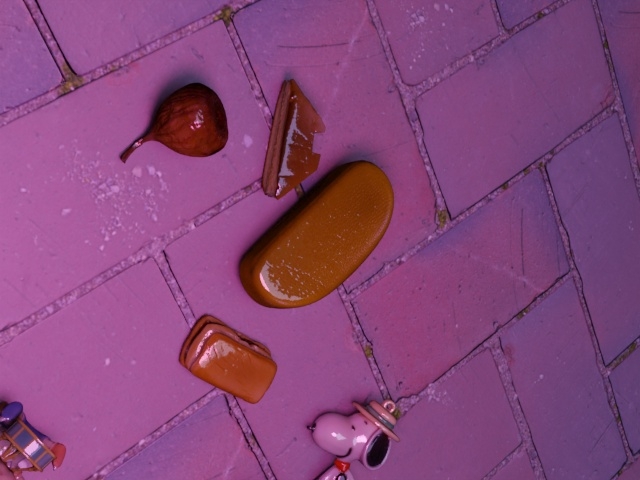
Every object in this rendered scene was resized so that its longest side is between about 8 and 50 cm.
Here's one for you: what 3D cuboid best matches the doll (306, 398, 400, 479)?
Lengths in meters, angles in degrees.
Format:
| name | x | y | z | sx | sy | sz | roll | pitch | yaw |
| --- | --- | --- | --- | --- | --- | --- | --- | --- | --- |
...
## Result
| name | x | y | z | sx | sy | sz | roll | pitch | yaw |
| --- | --- | --- | --- | --- | --- | --- | --- | --- | --- |
| doll | 0.073 | 0.490 | 1.902 | 0.208 | 0.144 | 0.272 | -4 | 97 | -12 |

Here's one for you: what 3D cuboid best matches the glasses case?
| name | x | y | z | sx | sy | sz | roll | pitch | yaw |
| --- | --- | --- | --- | --- | --- | --- | --- | --- | --- |
| glasses case | 0.000 | 0.000 | 1.764 | 0.371 | 0.141 | 0.173 | -45 | 104 | -20 |

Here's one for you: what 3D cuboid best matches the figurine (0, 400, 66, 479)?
| name | x | y | z | sx | sy | sz | roll | pitch | yaw |
| --- | --- | --- | --- | --- | --- | --- | --- | --- | --- |
| figurine | -0.571 | 0.406 | 1.438 | 0.275 | 0.158 | 0.161 | -48 | 110 | -19 |

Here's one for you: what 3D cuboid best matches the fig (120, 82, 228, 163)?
| name | x | y | z | sx | sy | sz | roll | pitch | yaw |
| --- | --- | --- | --- | --- | --- | --- | --- | --- | --- |
| fig | -0.272 | -0.202 | 1.591 | 0.201 | 0.134 | 0.146 | -22 | 148 | 13 |

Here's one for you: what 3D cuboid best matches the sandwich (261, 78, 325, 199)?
| name | x | y | z | sx | sy | sz | roll | pitch | yaw |
| --- | --- | --- | --- | --- | --- | --- | --- | --- | --- |
| sandwich | -0.053 | -0.197 | 1.730 | 0.088 | 0.090 | 0.245 | 9 | 89 | -30 |

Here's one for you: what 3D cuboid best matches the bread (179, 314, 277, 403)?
| name | x | y | z | sx | sy | sz | roll | pitch | yaw |
| --- | --- | --- | --- | --- | --- | --- | --- | --- | --- |
| bread | -0.181 | 0.241 | 1.725 | 0.200 | 0.077 | 0.116 | 34 | 86 | -31 |
